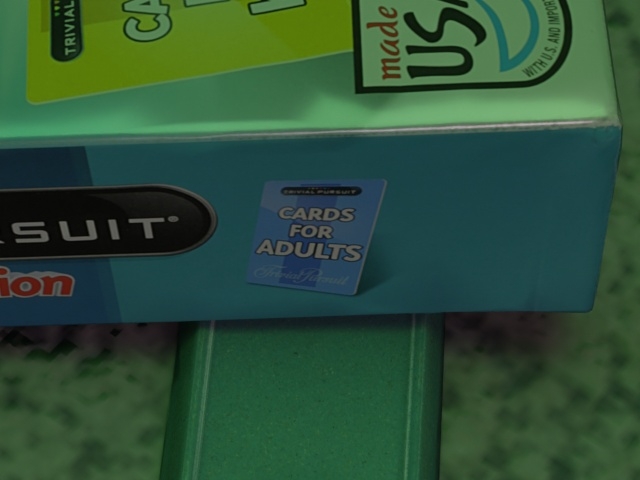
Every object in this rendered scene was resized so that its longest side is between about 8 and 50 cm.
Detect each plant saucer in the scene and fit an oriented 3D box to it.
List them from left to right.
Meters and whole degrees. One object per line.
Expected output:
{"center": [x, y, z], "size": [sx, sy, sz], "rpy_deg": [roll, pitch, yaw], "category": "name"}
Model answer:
{"center": [0.000, 0.000, 0.485], "size": [0.067, 0.018, 0.192], "rpy_deg": [5, 55, 0], "category": "plant saucer"}

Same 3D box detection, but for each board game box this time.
{"center": [-0.105, -0.101, 0.497], "size": [0.336, 0.079, 0.254], "rpy_deg": [-2, 55, 0], "category": "board game box"}
